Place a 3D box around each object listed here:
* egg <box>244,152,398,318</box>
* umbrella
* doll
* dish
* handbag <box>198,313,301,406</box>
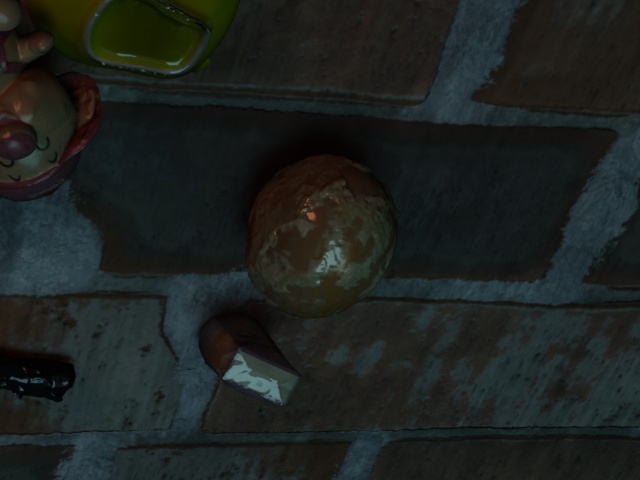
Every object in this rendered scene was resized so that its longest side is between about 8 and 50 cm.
[{"bbox_3d":[0.000,0.000,2.018,0.203,0.203,0.245,5,133,-24],"label":"egg"},{"bbox_3d":[-0.461,0.181,2.143,0.235,0.059,0.066,16,103,-30],"label":"umbrella"},{"bbox_3d":[-0.362,-0.157,1.724,0.196,0.152,0.256,-14,126,22],"label":"doll"},{"bbox_3d":[-0.202,-0.262,1.748,0.262,0.108,0.221,17,127,-32],"label":"dish"},{"bbox_3d":[-0.109,0.171,2.189,0.117,0.173,0.095,29,96,-25],"label":"handbag"}]
